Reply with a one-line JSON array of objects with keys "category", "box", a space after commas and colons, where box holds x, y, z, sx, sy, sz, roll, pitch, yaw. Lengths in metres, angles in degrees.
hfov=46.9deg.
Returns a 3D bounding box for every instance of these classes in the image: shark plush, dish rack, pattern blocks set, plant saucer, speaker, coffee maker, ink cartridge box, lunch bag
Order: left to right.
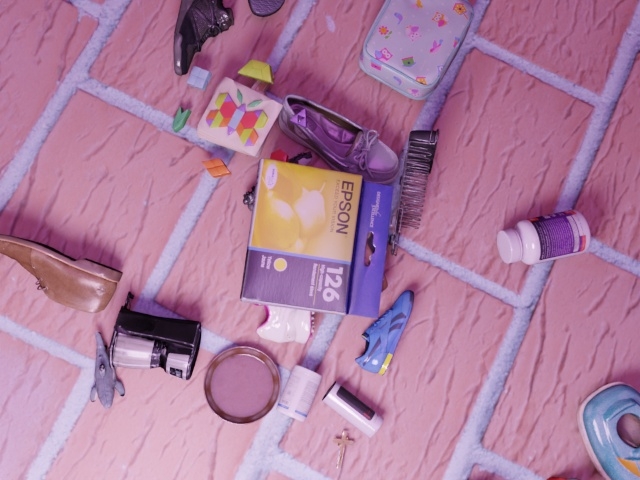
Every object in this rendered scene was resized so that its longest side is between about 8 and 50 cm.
[{"category": "shark plush", "box": [-0.456, 0.277, 1.578, 0.073, 0.067, 0.161, 2, 78, -6]}, {"category": "coffee maker", "box": [-0.347, 0.203, 1.581, 0.178, 0.120, 0.171, 10, 76, -5]}, {"category": "pattern blocks set", "box": [-0.186, -0.277, 1.687, 0.324, 0.026, 0.285, 13, 85, 17]}, {"category": "plant saucer", "box": [-0.172, 0.318, 1.623, 0.168, 0.029, 0.168, 1, 79, -6]}, {"category": "ink cartridge box", "box": [0.000, 0.000, 1.573, 0.307, 0.072, 0.304, 8, 83, -8]}, {"category": "speaker", "box": [0.072, 0.373, 1.626, 0.136, 0.055, 0.055, 38, 77, 3]}, {"category": "dish rack", "box": [0.206, -0.101, 1.671, 0.074, 0.208, 0.272, 10, 77, 8]}, {"category": "lunch bag", "box": [0.229, -0.501, 1.802, 0.224, 0.108, 0.279, 28, 75, 5]}]

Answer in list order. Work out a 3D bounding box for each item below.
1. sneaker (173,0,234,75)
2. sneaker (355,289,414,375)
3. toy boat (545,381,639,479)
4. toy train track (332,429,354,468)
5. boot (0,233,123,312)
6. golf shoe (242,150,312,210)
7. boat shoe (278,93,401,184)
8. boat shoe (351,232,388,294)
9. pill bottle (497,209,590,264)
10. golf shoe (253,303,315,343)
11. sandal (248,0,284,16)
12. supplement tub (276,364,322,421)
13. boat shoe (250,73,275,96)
[{"category": "sneaker", "box": [-0.278, -0.494, 1.752, 0.130, 0.087, 0.228, 12, 78, -6]}, {"category": "sneaker", "box": [0.145, 0.197, 1.665, 0.082, 0.069, 0.209, 25, 77, 3]}, {"category": "toy boat", "box": [0.637, 0.481, 1.620, 0.318, 0.148, 0.267, -31, 83, -12]}, {"category": "toy train track", "box": [0.046, 0.460, 1.626, 0.048, 0.014, 0.083, 11, 83, -11]}, {"category": "boot", "box": [-0.593, 0.067, 1.594, 0.305, 0.112, 0.115, 22, 87, -4]}, {"category": "golf shoe", "box": [-0.084, -0.125, 1.713, 0.198, 0.077, 0.094, -41, 102, -10]}, {"category": "boat shoe", "box": [0.046, -0.237, 1.727, 0.320, 0.103, 0.118, 33, 76, 2]}, {"category": "boat shoe", "box": [0.058, -0.012, 1.681, 0.116, 0.123, 0.324, -21, 90, -14]}, {"category": "pill bottle", "box": [0.519, -0.003, 1.730, 0.193, 0.108, 0.108, -11, 80, -9]}, {"category": "golf shoe", "box": [-0.090, 0.079, 1.643, 0.140, 0.115, 0.306, -4, 77, -4]}, {"category": "sandal", "box": [-0.130, -0.655, 1.829, 0.097, 0.054, 0.255, 8, 68, -12]}, {"category": "supplement tub", "box": [-0.046, 0.334, 1.612, 0.071, 0.071, 0.107, 24, 76, -1]}, {"category": "boat shoe", "box": [-0.153, -0.323, 1.747, 0.059, 0.063, 0.170, 36, 86, -1]}]
